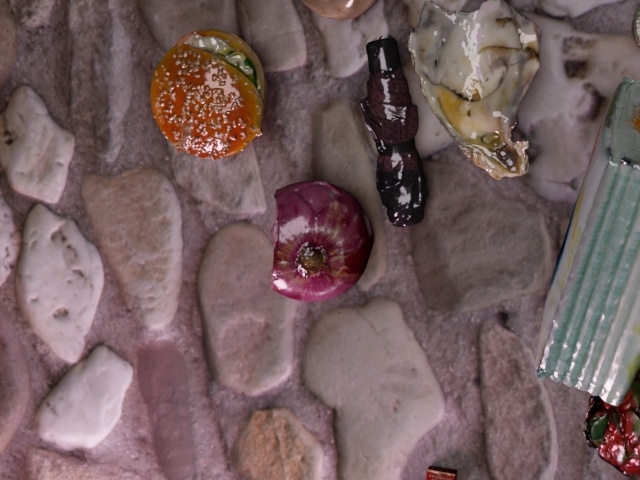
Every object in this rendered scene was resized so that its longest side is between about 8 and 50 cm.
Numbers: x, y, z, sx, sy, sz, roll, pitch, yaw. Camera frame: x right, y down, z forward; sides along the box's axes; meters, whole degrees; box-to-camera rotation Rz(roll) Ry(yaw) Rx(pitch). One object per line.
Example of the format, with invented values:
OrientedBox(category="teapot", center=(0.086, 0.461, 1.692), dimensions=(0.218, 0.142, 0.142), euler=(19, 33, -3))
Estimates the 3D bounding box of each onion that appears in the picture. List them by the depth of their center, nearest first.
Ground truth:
OrientedBox(category="onion", center=(0.000, 0.004, 1.724), dimensions=(0.200, 0.200, 0.207), euler=(6, 86, 17))

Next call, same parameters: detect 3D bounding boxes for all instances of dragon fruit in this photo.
OrientedBox(category="dragon fruit", center=(0.523, 0.291, 1.594), dimensions=(0.188, 0.182, 0.182), euler=(4, 98, 37))

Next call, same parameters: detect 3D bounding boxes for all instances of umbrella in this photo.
OrientedBox(category="umbrella", center=(0.122, -0.181, 1.690), dimensions=(0.090, 0.094, 0.326), euler=(13, 117, 60))

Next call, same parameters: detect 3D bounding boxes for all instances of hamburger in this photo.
OrientedBox(category="hamburger", center=(-0.196, -0.254, 1.765), dimensions=(0.236, 0.147, 0.237), euler=(3, 100, 20))

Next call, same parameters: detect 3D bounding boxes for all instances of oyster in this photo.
OrientedBox(category="oyster", center=(0.262, -0.262, 1.645), dimensions=(0.275, 0.100, 0.271), euler=(28, 102, 25))

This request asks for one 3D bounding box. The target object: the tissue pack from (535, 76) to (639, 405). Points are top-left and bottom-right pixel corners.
OrientedBox(category="tissue pack", center=(0.437, 0.000, 1.457), dimensions=(0.162, 0.287, 0.388), euler=(16, 125, 11))

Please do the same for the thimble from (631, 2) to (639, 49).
OrientedBox(category="thimble", center=(0.532, -0.343, 1.567), dimensions=(0.084, 0.062, 0.110), euler=(15, 101, 12))

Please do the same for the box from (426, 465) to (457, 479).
OrientedBox(category="box", center=(0.213, 0.446, 1.786), dimensions=(0.051, 0.023, 0.082), euler=(7, 99, 18))

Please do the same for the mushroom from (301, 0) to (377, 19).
OrientedBox(category="mushroom", center=(-0.002, -0.453, 1.634), dimensions=(0.207, 0.215, 0.207), euler=(36, 140, 37))
